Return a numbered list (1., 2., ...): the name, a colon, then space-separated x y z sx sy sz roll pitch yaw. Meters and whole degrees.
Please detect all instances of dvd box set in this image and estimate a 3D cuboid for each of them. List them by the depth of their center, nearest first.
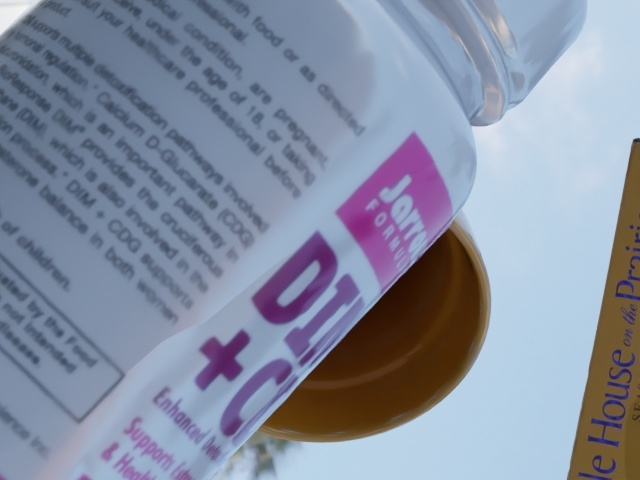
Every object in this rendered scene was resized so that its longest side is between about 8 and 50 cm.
1. dvd box set: 0.248 0.167 1.200 0.308 0.062 0.421 62 40 -67

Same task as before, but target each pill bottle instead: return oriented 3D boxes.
1. pill bottle: -0.048 -0.022 0.506 0.160 0.283 0.160 42 -10 9

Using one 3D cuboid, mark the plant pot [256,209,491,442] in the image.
1. plant pot: 0.000 0.000 0.981 0.188 0.205 0.205 -97 -163 -57
